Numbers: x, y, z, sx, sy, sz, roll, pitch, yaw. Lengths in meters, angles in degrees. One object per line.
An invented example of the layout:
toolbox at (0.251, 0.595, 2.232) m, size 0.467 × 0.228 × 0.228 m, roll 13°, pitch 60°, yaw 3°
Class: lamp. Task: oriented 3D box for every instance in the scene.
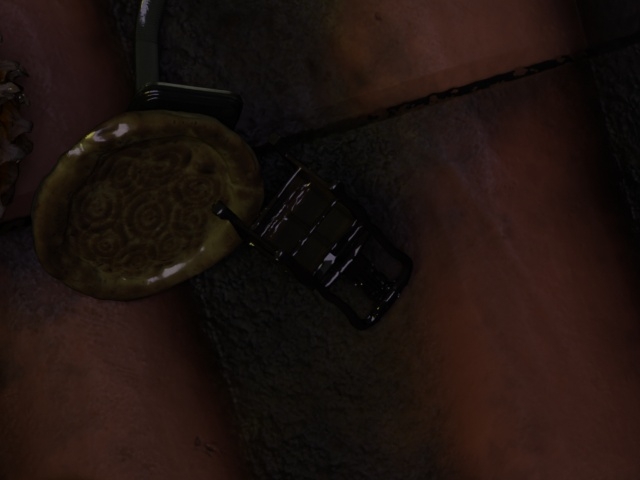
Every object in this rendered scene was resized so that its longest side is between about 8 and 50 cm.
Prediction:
lamp at (-0.108, -0.220, 1.278) m, size 0.203 × 0.124 × 0.283 m, roll 7°, pitch 73°, yaw -21°

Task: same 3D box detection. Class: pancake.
pancake at (-0.177, -0.029, 1.232) m, size 0.250 × 0.031 × 0.250 m, roll -18°, pitch 138°, yaw -17°

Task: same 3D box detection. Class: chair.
chair at (0.000, 0.000, 1.287) m, size 0.113 × 0.229 × 0.106 m, roll 37°, pitch 85°, yaw 32°

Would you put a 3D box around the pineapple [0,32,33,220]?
pineapple at (-0.443, -0.100, 1.137) m, size 0.352 × 0.300 × 0.352 m, roll 0°, pitch 92°, yaw -3°
